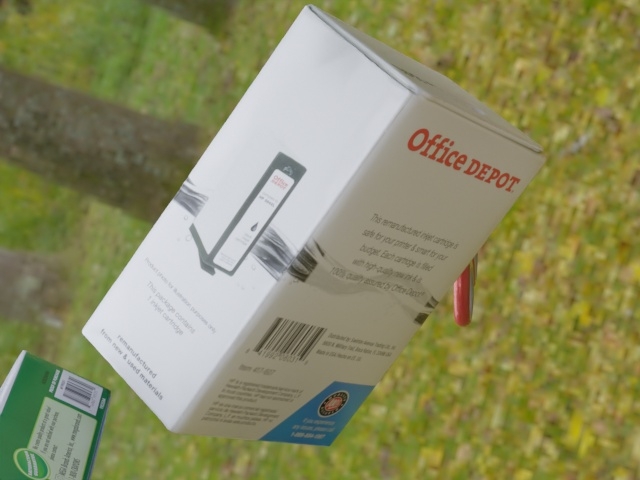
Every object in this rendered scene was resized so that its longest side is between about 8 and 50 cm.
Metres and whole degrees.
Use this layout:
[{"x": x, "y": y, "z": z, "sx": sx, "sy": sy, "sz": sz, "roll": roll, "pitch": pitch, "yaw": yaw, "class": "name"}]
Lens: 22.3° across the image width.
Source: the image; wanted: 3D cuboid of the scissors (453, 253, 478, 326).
[{"x": 0.129, "y": -0.033, "z": 1.505, "sx": 0.297, "sy": 0.021, "sz": 0.109, "roll": 78, "pitch": -161, "yaw": -50, "class": "scissors"}]

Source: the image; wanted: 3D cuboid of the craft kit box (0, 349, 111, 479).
[{"x": -0.180, "y": 0.202, "z": 0.703, "sx": 0.246, "sy": 0.061, "sz": 0.250, "roll": -62, "pitch": 9, "yaw": 15, "class": "craft kit box"}]

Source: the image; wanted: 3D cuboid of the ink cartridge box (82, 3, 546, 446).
[{"x": 0.000, "y": 0.000, "z": 0.822, "sx": 0.086, "sy": 0.148, "sz": 0.203, "roll": 43, "pitch": 104, "yaw": 31, "class": "ink cartridge box"}]
